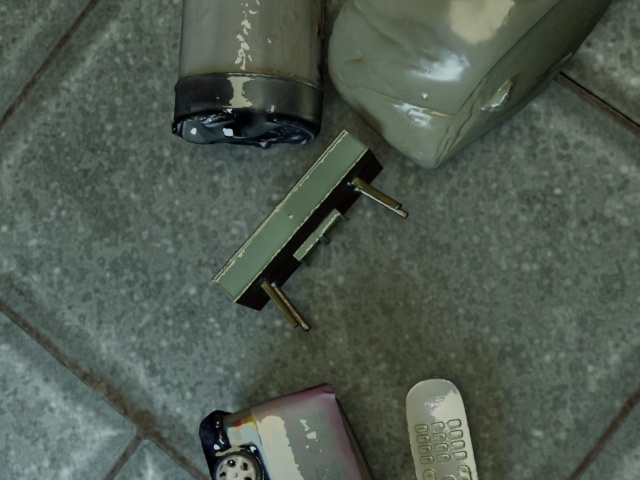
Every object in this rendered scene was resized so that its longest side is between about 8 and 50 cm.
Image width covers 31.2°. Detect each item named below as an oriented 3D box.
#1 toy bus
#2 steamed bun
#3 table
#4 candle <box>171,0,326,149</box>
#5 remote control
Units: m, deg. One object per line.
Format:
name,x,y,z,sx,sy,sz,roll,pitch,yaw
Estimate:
toy bus,0.007,0.357,1.309,0.162,0.171,0.386,-21,79,4
steamed bun,0.179,-0.286,1.327,0.383,0.236,0.247,-43,75,2
table,0.000,0.000,1.383,0.111,0.121,0.240,41,92,13
candle,-0.083,-0.273,1.408,0.187,0.187,0.330,1,81,11
remote control,0.151,0.275,1.356,0.073,0.044,0.229,-12,88,13
